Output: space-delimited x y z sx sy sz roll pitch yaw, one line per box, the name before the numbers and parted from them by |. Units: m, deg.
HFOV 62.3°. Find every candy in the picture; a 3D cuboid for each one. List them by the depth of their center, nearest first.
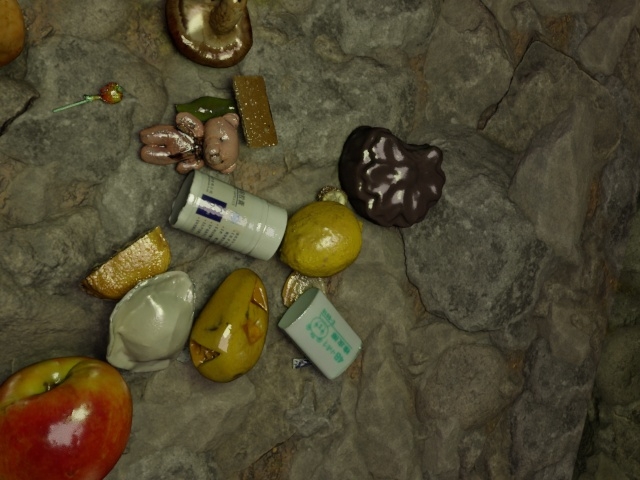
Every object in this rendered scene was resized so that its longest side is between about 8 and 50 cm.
candy | -0.667 -0.402 1.523 0.200 0.060 0.061 -22 103 -15

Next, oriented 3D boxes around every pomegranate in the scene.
pomegranate | -0.862 -0.547 1.312 0.248 0.248 0.249 -2 95 -25

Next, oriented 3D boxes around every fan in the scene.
fan | -0.426 0.374 1.715 0.083 0.004 0.056 28 82 -25

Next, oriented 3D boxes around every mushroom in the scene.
mushroom | -0.336 -0.658 1.583 0.267 0.254 0.268 0 91 1

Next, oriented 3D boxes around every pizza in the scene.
pizza | -0.040 0.214 1.870 0.181 0.034 0.262 -27 105 -22

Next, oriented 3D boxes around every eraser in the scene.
eraser | 0.006 0.325 1.836 0.189 0.104 0.290 -45 116 -15

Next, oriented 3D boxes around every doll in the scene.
doll | -0.384 -0.280 1.600 0.303 0.156 0.201 -8 121 -24

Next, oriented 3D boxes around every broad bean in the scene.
broad bean | -0.297 -0.414 1.681 0.324 0.067 0.075 -1 110 -23

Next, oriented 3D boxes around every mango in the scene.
mango | -0.279 0.264 1.673 0.253 0.182 0.365 34 62 -50

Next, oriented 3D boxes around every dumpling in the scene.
dumpling | -0.505 0.258 1.547 0.260 0.341 0.181 -5 58 -48

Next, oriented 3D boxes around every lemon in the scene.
lemon | 0.000 0.000 1.758 0.310 0.253 0.254 -25 104 -17

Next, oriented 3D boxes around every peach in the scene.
peach | -0.692 0.510 1.415 0.387 0.388 0.389 -2 95 -25

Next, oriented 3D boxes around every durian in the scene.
durian | 0.029 -0.149 1.852 0.110 0.071 0.140 -44 136 6

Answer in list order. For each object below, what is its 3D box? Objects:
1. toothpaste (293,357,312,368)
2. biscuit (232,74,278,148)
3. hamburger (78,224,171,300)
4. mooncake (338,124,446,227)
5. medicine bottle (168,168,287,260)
toothpaste | -0.034 0.434 1.897 0.139 0.021 0.037 -1 91 -24
biscuit | -0.206 -0.404 1.669 0.131 0.025 0.231 -17 98 -46
hamburger | -0.556 0.087 1.558 0.283 0.144 0.157 -38 113 -13
mooncake | 0.261 -0.225 1.895 0.380 0.212 0.351 3 99 -24
medicine bottle | -0.279 -0.072 1.648 0.332 0.190 0.190 23 84 -25
